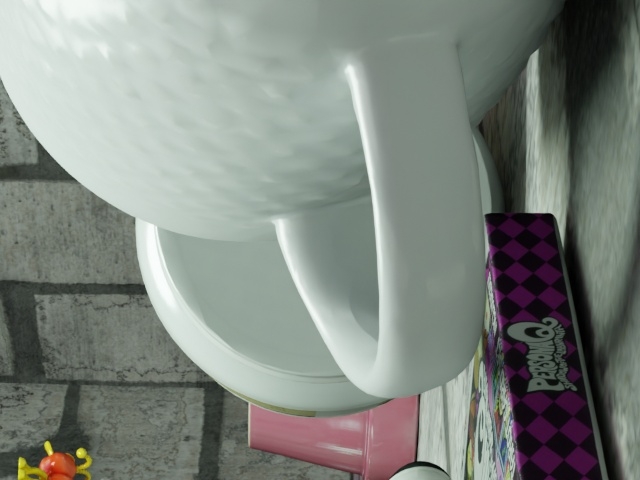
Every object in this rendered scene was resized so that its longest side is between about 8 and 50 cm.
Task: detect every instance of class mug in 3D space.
[{"bbox_3d":[-0.002,-0.114,0.770,0.328,0.276,0.374,137,120,-76],"label":"mug"}]

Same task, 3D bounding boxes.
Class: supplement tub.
[{"bbox_3d":[0.000,0.000,1.135,0.316,0.228,0.228,98,174,-83],"label":"supplement tub"}]

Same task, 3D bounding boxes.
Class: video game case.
[{"bbox_3d":[0.092,0.135,0.789,0.232,0.042,0.210,-89,0,-56],"label":"video game case"}]

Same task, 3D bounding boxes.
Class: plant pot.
[{"bbox_3d":[0.013,0.165,1.903,0.201,0.180,0.201,-178,90,-89],"label":"plant pot"}]

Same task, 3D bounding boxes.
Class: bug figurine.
[{"bbox_3d":[-0.271,0.344,1.755,0.279,0.072,0.216,103,166,-51],"label":"bug figurine"}]

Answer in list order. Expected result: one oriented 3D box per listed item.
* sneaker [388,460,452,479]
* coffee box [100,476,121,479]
[{"bbox_3d":[0.066,0.221,1.336,0.121,0.079,0.217,-91,1,-51],"label":"sneaker"},{"bbox_3d":[-0.075,0.479,1.793,0.334,0.338,0.337,-89,2,-48],"label":"coffee box"}]
